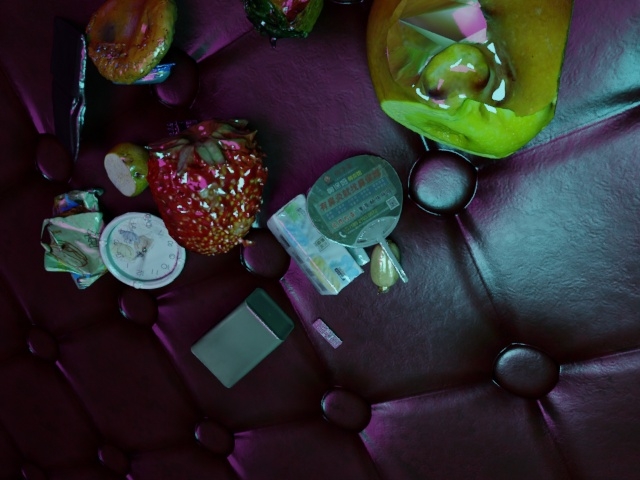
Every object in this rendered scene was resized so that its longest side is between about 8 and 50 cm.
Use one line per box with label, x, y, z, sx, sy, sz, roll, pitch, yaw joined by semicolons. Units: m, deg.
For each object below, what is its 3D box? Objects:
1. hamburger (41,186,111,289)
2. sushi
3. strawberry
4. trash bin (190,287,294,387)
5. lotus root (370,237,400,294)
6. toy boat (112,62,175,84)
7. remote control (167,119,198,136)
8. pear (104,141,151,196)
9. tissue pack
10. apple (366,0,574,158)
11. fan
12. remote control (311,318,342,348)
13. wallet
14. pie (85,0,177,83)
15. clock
hamburger;-0.706;-0.008;1.458;0.261;0.150;0.276;-27;98;26
sushi;-0.071;-0.473;1.037;0.140;0.149;0.287;-39;54;5
strawberry;-0.243;-0.110;1.199;0.292;0.292;0.343;1;127;20
trash bin;-0.209;0.267;1.392;0.240;0.122;0.164;-41;92;26
lotus root;0.155;0.061;1.206;0.073;0.062;0.150;-1;112;-3
toy boat;-0.432;-0.436;1.225;0.175;0.091;0.110;4;116;15
remote control;-0.349;-0.287;1.292;0.096;0.014;0.039;1;110;22
pear;-0.491;-0.194;1.334;0.141;0.104;0.141;26;134;30
tissue pack;0.000;0.000;1.200;0.145;0.159;0.229;-38;91;-13
apple;0.259;-0.318;0.867;0.374;0.374;0.384;-23;100;26
fan;0.120;-0.070;1.139;0.294;0.012;0.223;29;82;-7
remote control;0.019;0.247;1.354;0.034;0.016;0.091;-44;91;12
wallet;-0.649;-0.386;1.300;0.247;0.041;0.322;37;125;39
pie;-0.431;-0.479;1.160;0.273;0.069;0.273;-9;70;25
clock;-0.494;0.024;1.423;0.237;0.053;0.236;-1;116;-1
